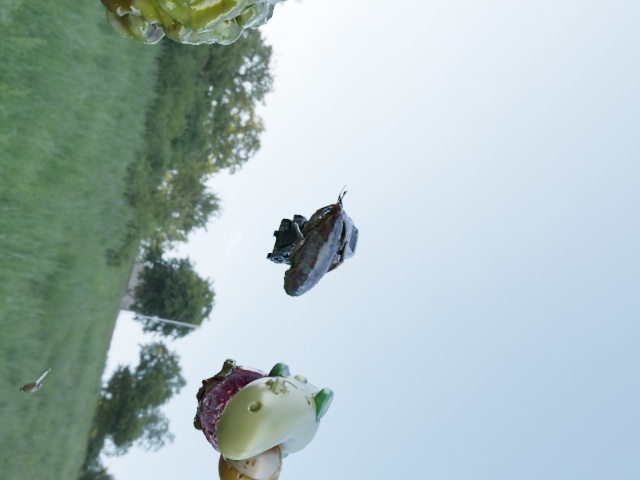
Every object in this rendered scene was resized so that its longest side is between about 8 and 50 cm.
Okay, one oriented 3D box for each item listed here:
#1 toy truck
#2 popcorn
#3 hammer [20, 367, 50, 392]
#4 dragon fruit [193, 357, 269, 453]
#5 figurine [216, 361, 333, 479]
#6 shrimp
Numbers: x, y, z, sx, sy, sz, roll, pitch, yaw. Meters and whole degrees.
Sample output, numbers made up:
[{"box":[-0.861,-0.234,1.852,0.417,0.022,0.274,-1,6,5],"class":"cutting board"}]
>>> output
[{"box":[-0.013,0.007,1.090,0.216,0.116,0.110,-15,-132,34],"class":"toy truck"},{"box":[-0.152,-0.345,0.583,0.266,0.192,0.233,-33,-144,-9],"class":"popcorn"},{"box":[-0.457,0.226,0.769,0.123,0.029,0.014,172,-89,-71],"class":"hammer"},{"box":[-0.194,0.411,1.127,0.147,0.211,0.282,174,-101,-73],"class":"dragon fruit"},{"box":[-0.095,0.336,0.821,0.124,0.324,0.222,27,-95,19],"class":"figurine"},{"box":[0.000,0.000,0.709,0.073,0.075,0.190,6,-110,55],"class":"shrimp"}]
